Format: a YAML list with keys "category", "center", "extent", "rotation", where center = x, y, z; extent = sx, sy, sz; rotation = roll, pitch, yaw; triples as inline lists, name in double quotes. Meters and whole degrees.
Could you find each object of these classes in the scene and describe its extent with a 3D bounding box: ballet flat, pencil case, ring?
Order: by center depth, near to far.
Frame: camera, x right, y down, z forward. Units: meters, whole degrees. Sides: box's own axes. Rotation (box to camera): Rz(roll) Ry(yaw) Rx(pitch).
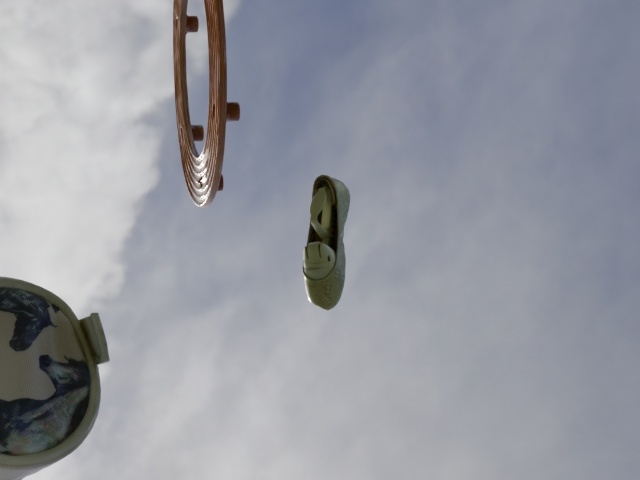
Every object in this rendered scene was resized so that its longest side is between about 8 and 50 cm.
- category: "pencil case"
  center: [-0.326, 0.182, 1.049]
  extent: [0.160, 0.184, 0.410]
  rotation: [57, -42, 10]
- category: "ring"
  center: [-0.135, -0.206, 1.385]
  extent: [0.032, 0.336, 0.336]
  rotation: [-3, -116, -16]
- category: "ballet flat"
  center: [0.000, 0.000, 1.400]
  extent: [0.057, 0.052, 0.168]
  rotation: [-10, -119, 28]
